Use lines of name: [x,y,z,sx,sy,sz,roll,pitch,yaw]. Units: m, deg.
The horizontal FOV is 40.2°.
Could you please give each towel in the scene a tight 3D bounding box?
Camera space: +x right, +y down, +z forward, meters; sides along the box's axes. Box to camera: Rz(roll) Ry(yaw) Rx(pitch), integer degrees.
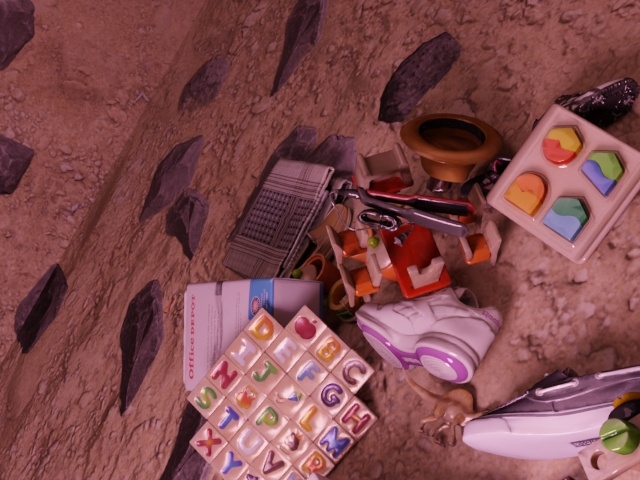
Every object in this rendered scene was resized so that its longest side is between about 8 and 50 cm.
towel: [-0.090,-0.040,1.994,0.324,0.056,0.312,22,81,57]

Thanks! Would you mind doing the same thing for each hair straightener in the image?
hair straightener: [0.123,-0.039,1.389,0.047,0.230,0.089,90,-165,-63]

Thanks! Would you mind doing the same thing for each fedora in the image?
fedora: [0.231,-0.160,1.564,0.194,0.194,0.079,-117,22,-54]

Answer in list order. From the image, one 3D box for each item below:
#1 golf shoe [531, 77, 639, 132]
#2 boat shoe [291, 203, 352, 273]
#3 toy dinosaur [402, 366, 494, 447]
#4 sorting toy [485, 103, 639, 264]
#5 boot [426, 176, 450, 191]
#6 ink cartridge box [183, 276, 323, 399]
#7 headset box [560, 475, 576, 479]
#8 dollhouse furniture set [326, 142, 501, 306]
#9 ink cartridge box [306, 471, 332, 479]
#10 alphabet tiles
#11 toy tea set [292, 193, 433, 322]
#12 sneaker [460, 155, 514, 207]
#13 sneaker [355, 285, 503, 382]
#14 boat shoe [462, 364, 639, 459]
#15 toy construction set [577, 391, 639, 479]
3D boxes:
golf shoe: [0.425,-0.219,1.439,0.198,0.077,0.094,-34,39,30]
boat shoe: [0.000,0.000,1.821,0.068,0.072,0.190,8,69,56]
toy dinosaur: [0.193,0.267,1.355,0.183,0.053,0.092,17,69,40]
sorting toy: [0.380,-0.093,1.358,0.208,0.038,0.193,40,101,35]
boot: [0.252,-0.136,1.639,0.106,0.037,0.114,10,74,55]
ink cartridge box: [-0.138,0.191,1.727,0.307,0.129,0.223,-6,81,51]
headset box: [0.317,0.357,1.128,0.062,0.032,0.083,-40,35,25]
dollhouse furniture set: [0.141,-0.024,1.488,0.262,0.135,0.259,-16,61,-3]
ink cartridge box: [-0.020,0.538,1.342,0.283,0.117,0.207,-53,33,6]
alphabet tiles: [-0.073,0.296,1.548,0.285,0.011,0.342,43,101,15]
toy tea set: [0.064,0.033,1.658,0.336,0.124,0.200,-35,39,31]
sneaker: [0.307,-0.112,1.502,0.178,0.077,0.072,-19,48,45]
sneaker: [0.180,0.143,1.455,0.152,0.114,0.305,-47,29,-19]
boat shoe: [0.327,0.222,1.164,0.301,0.108,0.102,-21,47,40]
toy construction set: [0.414,0.266,0.884,0.309,0.237,0.257,-17,50,45]
